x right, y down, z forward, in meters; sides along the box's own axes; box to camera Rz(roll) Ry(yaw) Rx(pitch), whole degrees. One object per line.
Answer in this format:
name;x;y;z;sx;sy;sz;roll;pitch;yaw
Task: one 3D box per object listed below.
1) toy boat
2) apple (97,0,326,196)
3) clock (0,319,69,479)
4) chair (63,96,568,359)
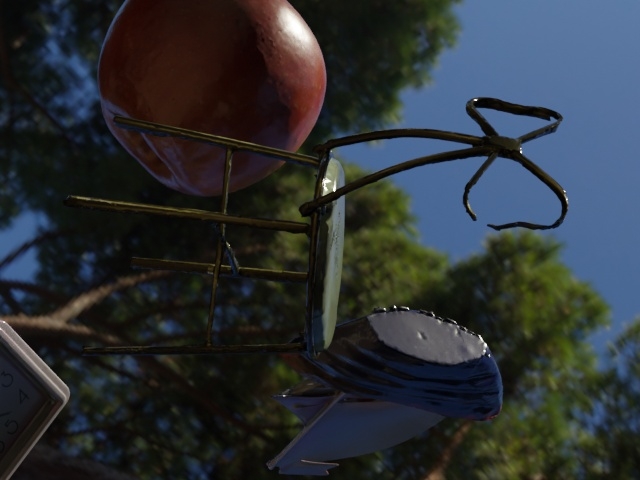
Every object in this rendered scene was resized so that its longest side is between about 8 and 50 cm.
toy boat;0.060;0.165;1.311;0.219;0.318;0.072;1;-126;-3
apple;-0.105;-0.156;1.330;0.201;0.218;0.218;-44;-133;-13
clock;-0.377;0.194;1.479;0.063;0.150;0.197;13;-122;42
chair;0.000;0.000;0.959;0.326;0.170;0.159;3;-150;6
